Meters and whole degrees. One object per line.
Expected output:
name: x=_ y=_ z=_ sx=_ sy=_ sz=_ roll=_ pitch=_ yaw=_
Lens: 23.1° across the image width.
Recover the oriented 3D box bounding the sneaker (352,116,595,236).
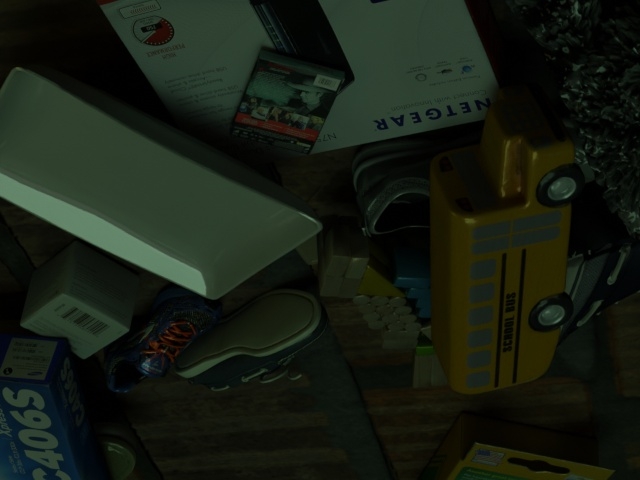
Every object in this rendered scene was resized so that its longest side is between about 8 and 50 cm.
sneaker: x=0.171 y=-0.054 z=1.674 sx=0.281 sy=0.115 sz=0.105 roll=-11 pitch=139 yaw=19

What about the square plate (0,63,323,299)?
square plate: x=-0.202 y=-0.061 z=1.677 sx=0.344 sy=0.049 sz=0.347 roll=28 pitch=156 yaw=-14

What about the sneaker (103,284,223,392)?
sneaker: x=-0.198 y=0.130 z=1.972 sx=0.083 sy=0.087 sz=0.221 roll=28 pitch=137 yaw=-27

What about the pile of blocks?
pile of blocks: x=0.113 y=0.049 z=1.823 sx=0.149 sy=0.112 sz=0.362 roll=-18 pitch=145 yaw=20

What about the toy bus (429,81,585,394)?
toy bus: x=0.182 y=0.004 z=1.587 sx=0.130 sy=0.108 sz=0.332 roll=-11 pitch=135 yaw=-7

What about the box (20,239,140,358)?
box: x=-0.293 y=0.073 z=1.909 sx=0.101 sy=0.087 sz=0.102 roll=32 pitch=136 yaw=-29

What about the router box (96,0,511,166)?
router box: x=-0.013 y=-0.216 z=1.516 sx=0.336 sy=0.082 sz=0.301 roll=-11 pitch=139 yaw=19

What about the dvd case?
dvd case: x=-0.034 y=-0.134 z=1.544 sx=0.087 sy=0.013 sz=0.119 roll=13 pitch=142 yaw=-10

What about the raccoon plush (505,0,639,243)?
raccoon plush: x=0.372 y=-0.174 z=1.446 sx=0.299 sy=0.216 sz=0.446 roll=-25 pitch=133 yaw=22

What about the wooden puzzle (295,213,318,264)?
wooden puzzle: x=0.000 y=0.000 z=1.846 sx=0.079 sy=0.014 sz=0.116 roll=-6 pitch=141 yaw=20

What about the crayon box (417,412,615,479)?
crayon box: x=0.257 y=0.347 z=2.200 sx=0.203 sy=0.083 sz=0.323 roll=13 pitch=142 yaw=-10

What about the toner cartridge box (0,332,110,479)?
toner cartridge box: x=-0.378 y=0.256 z=2.011 sx=0.165 sy=0.075 sz=0.347 roll=6 pitch=138 yaw=12

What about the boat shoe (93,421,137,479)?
boat shoe: x=-0.376 y=0.300 z=2.195 sx=0.302 sy=0.103 sz=0.113 roll=-19 pitch=123 yaw=29

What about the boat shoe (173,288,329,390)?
boat shoe: x=-0.076 y=0.134 z=1.957 sx=0.255 sy=0.095 sz=0.079 roll=-27 pitch=130 yaw=36

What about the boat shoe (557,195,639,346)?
boat shoe: x=0.302 y=0.059 z=1.807 sx=0.158 sy=0.127 sz=0.340 roll=-7 pitch=154 yaw=-11
